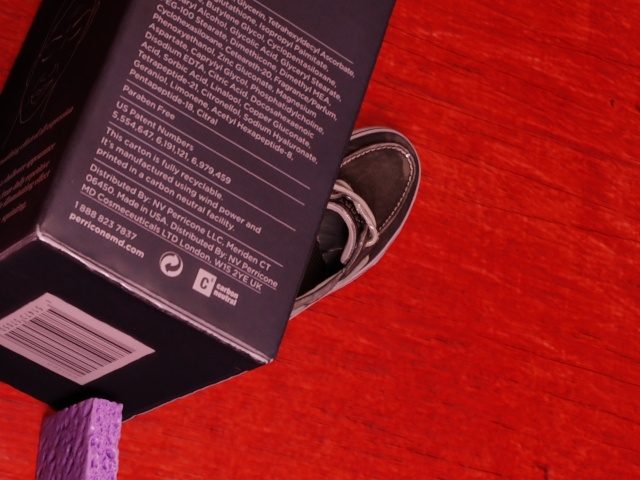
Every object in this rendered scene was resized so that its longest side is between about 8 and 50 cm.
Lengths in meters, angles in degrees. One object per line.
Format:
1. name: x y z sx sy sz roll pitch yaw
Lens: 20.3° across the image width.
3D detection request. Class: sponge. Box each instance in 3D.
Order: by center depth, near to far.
1. sponge: -0.200 0.237 1.426 0.031 0.117 0.210 13 69 -27

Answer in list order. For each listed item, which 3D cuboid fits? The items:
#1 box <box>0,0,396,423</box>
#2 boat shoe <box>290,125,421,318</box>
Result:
1. box: -0.135 -0.082 1.463 0.212 0.293 0.395 30 61 -22
2. boat shoe: 0.000 0.000 1.628 0.121 0.119 0.335 50 56 -9
